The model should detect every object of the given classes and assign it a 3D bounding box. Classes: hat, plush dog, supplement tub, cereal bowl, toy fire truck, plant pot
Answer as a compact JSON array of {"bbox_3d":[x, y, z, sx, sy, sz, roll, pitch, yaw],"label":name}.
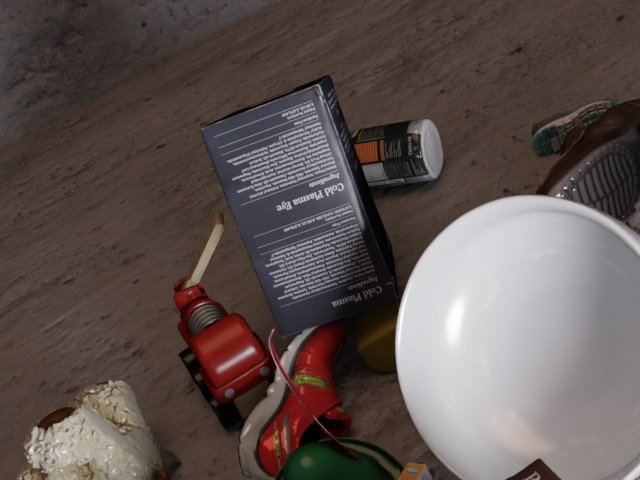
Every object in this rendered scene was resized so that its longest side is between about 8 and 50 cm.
[{"bbox_3d":[-0.001,0.252,1.050,0.208,0.183,0.173,21,57,28],"label":"hat"},{"bbox_3d":[-0.329,0.334,1.253,0.225,0.210,0.262,-36,1,5],"label":"plush dog"},{"bbox_3d":[0.122,-0.157,1.739,0.190,0.117,0.117,-6,34,28],"label":"supplement tub"},{"bbox_3d":[0.259,0.121,1.056,0.339,0.339,0.141,4,1,39],"label":"cereal bowl"},{"bbox_3d":[-0.148,0.110,1.369,0.158,0.246,0.217,-31,30,-11],"label":"toy fire truck"},{"bbox_3d":[0.095,0.139,1.326,0.083,0.081,0.081,-30,28,13],"label":"plant pot"}]

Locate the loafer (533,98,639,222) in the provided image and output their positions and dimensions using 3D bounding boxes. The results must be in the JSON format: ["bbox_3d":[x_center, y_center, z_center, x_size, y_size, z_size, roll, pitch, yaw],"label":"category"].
[{"bbox_3d":[0.432,-0.112,1.459,0.130,0.134,0.366,5,31,47],"label":"loafer"}]

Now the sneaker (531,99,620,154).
[{"bbox_3d":[0.448,-0.213,1.658,0.166,0.065,0.076,-19,26,6],"label":"sneaker"}]

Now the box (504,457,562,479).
[{"bbox_3d":[0.181,0.346,0.841,0.203,0.167,0.168,-30,30,-11],"label":"box"}]

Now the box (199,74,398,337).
[{"bbox_3d":[-0.020,-0.067,1.407,0.179,0.312,0.343,-20,9,7],"label":"box"}]

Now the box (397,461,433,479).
[{"bbox_3d":[0.098,0.313,1.038,0.028,0.081,0.136,0,38,43],"label":"box"}]

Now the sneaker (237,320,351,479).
[{"bbox_3d":[-0.009,0.223,1.271,0.118,0.107,0.279,12,45,19],"label":"sneaker"}]

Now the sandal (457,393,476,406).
[{"bbox_3d":[0.237,0.084,1.286,0.169,0.102,0.416,-2,36,32],"label":"sandal"}]
